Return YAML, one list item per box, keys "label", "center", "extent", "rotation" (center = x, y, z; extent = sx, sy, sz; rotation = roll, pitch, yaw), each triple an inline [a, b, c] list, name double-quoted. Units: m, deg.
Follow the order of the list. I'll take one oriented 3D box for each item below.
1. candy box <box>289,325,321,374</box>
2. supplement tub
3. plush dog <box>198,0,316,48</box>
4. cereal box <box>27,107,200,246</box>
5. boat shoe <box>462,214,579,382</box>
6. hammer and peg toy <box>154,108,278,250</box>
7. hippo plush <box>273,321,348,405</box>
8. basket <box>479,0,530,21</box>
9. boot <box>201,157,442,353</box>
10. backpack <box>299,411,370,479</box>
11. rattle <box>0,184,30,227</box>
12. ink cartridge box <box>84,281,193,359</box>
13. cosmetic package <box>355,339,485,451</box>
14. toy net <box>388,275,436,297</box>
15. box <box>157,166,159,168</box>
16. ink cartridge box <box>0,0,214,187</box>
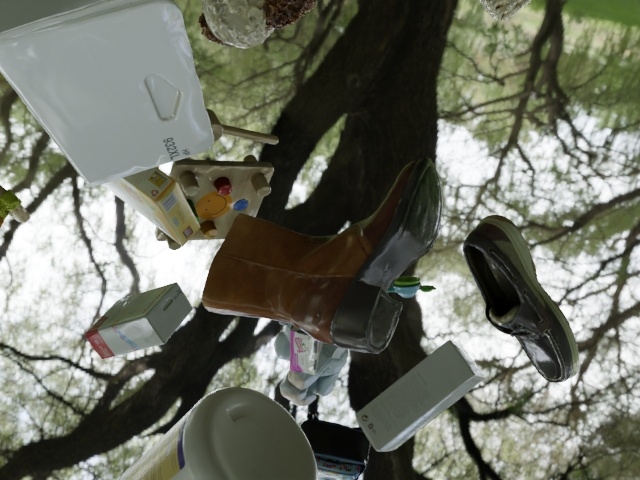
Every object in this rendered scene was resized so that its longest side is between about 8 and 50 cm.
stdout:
- label: "candy box"
  center: [-0.021, 0.199, 1.599]
  extent: [0.071, 0.159, 0.233]
  rotation: [8, -139, 6]
- label: "supplement tub"
  center: [-0.189, 0.415, 0.992]
  extent: [0.241, 0.331, 0.241]
  rotation: [36, -154, -20]
- label: "plush dog"
  center: [-0.124, -0.409, 0.949]
  extent: [0.262, 0.226, 0.210]
  rotation: [4, -160, 45]
- label: "cereal box"
  center: [-0.290, -0.101, 0.904]
  extent: [0.240, 0.047, 0.173]
  rotation: [36, 165, 12]
- label: "boat shoe"
  center: [0.300, 0.102, 0.966]
  extent: [0.092, 0.285, 0.102]
  rotation: [-30, -172, -29]
- label: "hammer and peg toy"
  center: [-0.240, -0.131, 1.522]
  extent: [0.265, 0.361, 0.127]
  rotation: [-2, -133, -32]
- label: "hippo plush"
  center: [-0.054, 0.325, 1.879]
  extent: [0.234, 0.294, 0.236]
  rotation: [-4, -138, -48]
- label: "basket"
  center: [0.459, -0.721, 1.449]
  extent: [0.266, 0.328, 0.331]
  rotation: [50, -158, -13]
- label: "boot"
  center: [0.000, 0.000, 0.816]
  extent: [0.280, 0.264, 0.096]
  rotation: [10, 164, 39]
- label: "backpack"
  center: [0.015, 0.454, 1.322]
  extent: [0.158, 0.173, 0.117]
  rotation: [14, -126, -4]
- label: "rattle"
  center: [-0.770, -0.076, 1.432]
  extent: [0.199, 0.143, 0.130]
  rotation: [27, 170, 26]
- label: "ink cartridge box"
  center: [-0.368, 0.164, 1.278]
  extent: [0.175, 0.072, 0.127]
  rotation: [-17, -159, 27]
- label: "cosmetic package"
  center: [0.189, 0.293, 1.175]
  extent: [0.085, 0.231, 0.117]
  rotation: [55, -169, 26]
- label: "toy net"
  center: [0.170, 0.104, 1.569]
  extent: [0.122, 0.045, 0.232]
  rotation: [-13, -169, -42]
- label: "box"
  center: [-0.464, -0.238, 1.677]
  extent: [0.054, 0.169, 0.059]
  rotation: [-20, -119, -31]
- label: "ink cartridge box"
  center: [-0.209, -0.235, 0.532]
  extent: [0.129, 0.223, 0.308]
  rotation: [-20, -108, -8]
